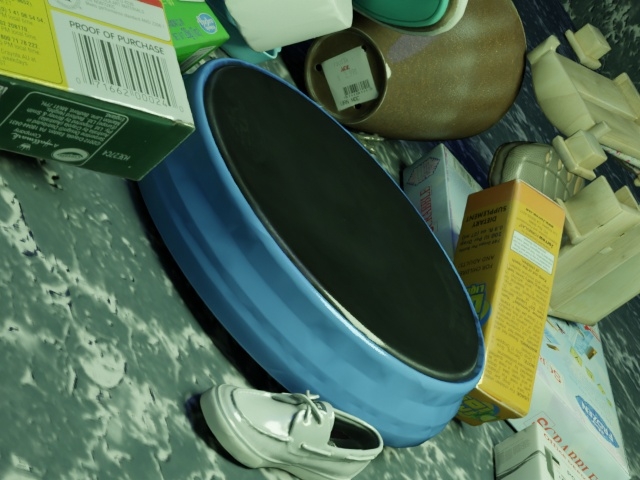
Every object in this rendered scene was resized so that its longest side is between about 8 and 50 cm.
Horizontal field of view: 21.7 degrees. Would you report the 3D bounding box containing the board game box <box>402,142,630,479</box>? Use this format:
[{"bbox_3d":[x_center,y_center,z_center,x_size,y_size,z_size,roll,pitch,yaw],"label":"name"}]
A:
[{"bbox_3d":[0.214,0.086,1.874,0.318,0.066,0.318,47,21,-21],"label":"board game box"}]

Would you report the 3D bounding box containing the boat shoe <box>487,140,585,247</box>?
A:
[{"bbox_3d":[0.269,-0.036,2.128,0.130,0.132,0.355,17,-12,29],"label":"boat shoe"}]

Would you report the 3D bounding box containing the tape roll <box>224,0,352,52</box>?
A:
[{"bbox_3d":[-0.054,-0.332,1.632,0.286,0.100,0.286,-15,90,-81],"label":"tape roll"}]

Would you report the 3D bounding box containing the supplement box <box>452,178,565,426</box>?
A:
[{"bbox_3d":[0.174,0.061,1.646,0.080,0.078,0.233,30,59,-32],"label":"supplement box"}]

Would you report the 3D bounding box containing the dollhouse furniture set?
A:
[{"bbox_3d":[0.266,-0.100,1.924,0.303,0.174,0.355,16,42,-52],"label":"dollhouse furniture set"}]

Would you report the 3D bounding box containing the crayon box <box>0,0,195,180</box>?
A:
[{"bbox_3d":[-0.220,-0.208,1.211,0.202,0.081,0.318,13,50,-40],"label":"crayon box"}]

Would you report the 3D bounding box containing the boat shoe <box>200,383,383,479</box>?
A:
[{"bbox_3d":[-0.016,0.141,1.253,0.184,0.063,0.066,35,28,-45],"label":"boat shoe"}]

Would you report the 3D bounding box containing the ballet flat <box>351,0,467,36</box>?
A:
[{"bbox_3d":[0.050,-0.324,1.822,0.400,0.139,0.139,29,-3,43],"label":"ballet flat"}]

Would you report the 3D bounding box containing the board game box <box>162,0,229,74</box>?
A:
[{"bbox_3d":[-0.230,-0.277,1.438,0.316,0.064,0.242,55,19,0],"label":"board game box"}]

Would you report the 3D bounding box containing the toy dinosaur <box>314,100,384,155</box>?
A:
[{"bbox_3d":[0.011,-0.092,1.698,0.268,0.064,0.118,47,22,-20],"label":"toy dinosaur"}]

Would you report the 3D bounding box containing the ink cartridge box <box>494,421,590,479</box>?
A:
[{"bbox_3d":[0.222,0.257,1.629,0.099,0.056,0.135,47,22,-20],"label":"ink cartridge box"}]

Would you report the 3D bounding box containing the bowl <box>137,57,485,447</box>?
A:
[{"bbox_3d":[0.000,0.000,1.459,0.391,0.077,0.391,43,21,-20],"label":"bowl"}]

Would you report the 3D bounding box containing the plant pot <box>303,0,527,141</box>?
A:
[{"bbox_3d":[0.088,-0.200,1.886,0.215,0.215,0.230,57,34,7],"label":"plant pot"}]

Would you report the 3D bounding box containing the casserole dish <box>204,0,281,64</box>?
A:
[{"bbox_3d":[-0.112,-0.248,1.707,0.188,0.037,0.114,41,23,-36],"label":"casserole dish"}]
